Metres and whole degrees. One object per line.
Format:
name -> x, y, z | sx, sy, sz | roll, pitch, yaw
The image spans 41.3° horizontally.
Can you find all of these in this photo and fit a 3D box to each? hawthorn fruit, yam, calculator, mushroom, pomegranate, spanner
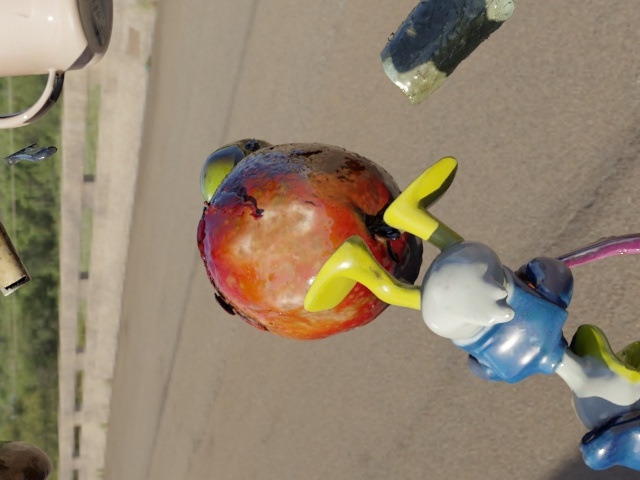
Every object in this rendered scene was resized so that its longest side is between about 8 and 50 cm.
hawthorn fruit -> -0.009, 0.002, 1.195 | 0.316, 0.315, 0.316 | 178, 90, -69
yam -> -0.444, -0.053, 1.068 | 0.264, 0.046, 0.046 | 64, 161, -11
calculator -> 0.365, 0.016, 1.136 | 0.126, 0.190, 0.034 | 1, -106, -80
mushroom -> -0.438, 0.338, 1.067 | 0.231, 0.138, 0.194 | -51, 23, 19
yam -> 0.156, -0.269, 1.116 | 0.183, 0.107, 0.107 | -47, 31, 3
pomegranate -> -0.123, -0.074, 1.422 | 0.159, 0.159, 0.205 | -133, 51, -59
spanner -> -0.322, -0.097, 0.948 | 0.208, 0.046, 0.012 | 9, 127, 62

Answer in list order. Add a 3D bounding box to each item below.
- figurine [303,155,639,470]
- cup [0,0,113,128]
figurine -> 0.194, 0.107, 0.829 | 0.338, 0.283, 0.205 | 43, 98, 24
cup -> -0.372, -0.264, 1.038 | 0.191, 0.200, 0.253 | -39, -50, -84
